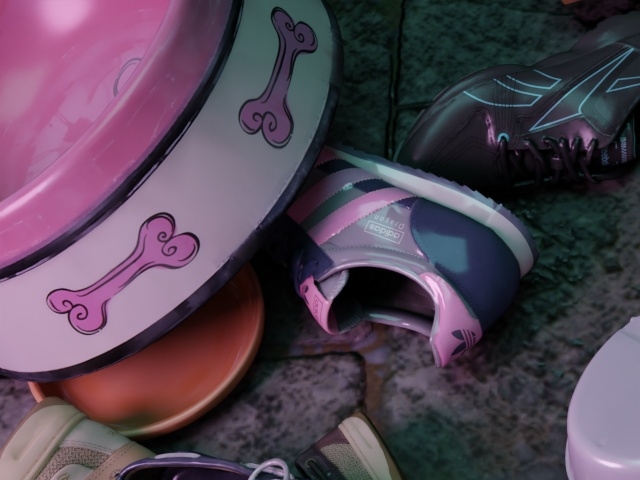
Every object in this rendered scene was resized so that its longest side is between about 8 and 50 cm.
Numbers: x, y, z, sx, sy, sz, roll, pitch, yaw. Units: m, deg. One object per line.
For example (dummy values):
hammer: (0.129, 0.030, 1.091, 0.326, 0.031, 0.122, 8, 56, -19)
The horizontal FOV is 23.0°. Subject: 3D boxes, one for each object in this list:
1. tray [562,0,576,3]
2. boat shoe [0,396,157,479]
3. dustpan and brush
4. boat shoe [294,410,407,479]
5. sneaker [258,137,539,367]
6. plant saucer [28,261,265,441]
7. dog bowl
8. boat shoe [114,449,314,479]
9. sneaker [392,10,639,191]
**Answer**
tray: (0.388, -0.321, 1.265, 0.411, 0.076, 0.203, -10, 36, 38)
boat shoe: (-0.226, 0.267, 1.083, 0.110, 0.121, 0.341, 25, 63, 9)
dustpan and brush: (0.201, 0.156, 1.081, 0.211, 0.060, 0.147, -36, 40, -19)
boat shoe: (0.046, 0.214, 1.069, 0.073, 0.080, 0.223, -31, 45, 1)
sneaker: (0.000, 0.000, 1.226, 0.319, 0.112, 0.131, 17, 57, 30)
plant saucer: (-0.137, 0.078, 1.258, 0.200, 0.037, 0.200, -10, 50, 12)
dog bowl: (-0.187, -0.099, 1.254, 0.408, 0.150, 0.408, -25, 42, 25)
boat shoe: (-0.035, 0.189, 1.041, 0.254, 0.079, 0.095, 17, 89, 43)
sneaker: (0.184, -0.092, 1.246, 0.267, 0.101, 0.106, -27, 52, -4)
